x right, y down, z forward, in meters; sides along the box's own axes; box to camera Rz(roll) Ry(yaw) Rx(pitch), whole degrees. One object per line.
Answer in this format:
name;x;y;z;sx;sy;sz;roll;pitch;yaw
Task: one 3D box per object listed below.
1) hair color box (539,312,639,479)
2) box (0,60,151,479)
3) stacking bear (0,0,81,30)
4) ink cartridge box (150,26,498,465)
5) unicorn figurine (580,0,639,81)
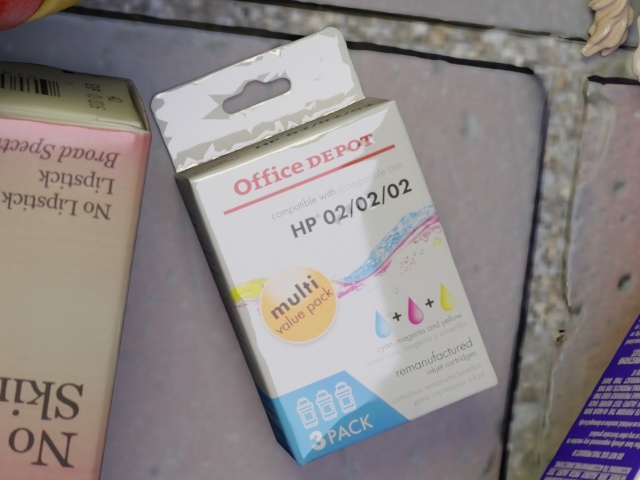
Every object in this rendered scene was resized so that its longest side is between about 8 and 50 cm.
hair color box;0.225;0.108;0.874;0.185;0.110;0.339;36;78;-12
box;-0.164;0.042;0.797;0.149;0.127;0.232;7;104;-12
stacking bear;-0.125;-0.148;0.717;0.164;0.175;0.289;45;52;-3
ink cartridge box;0.000;0.000;0.874;0.104;0.061;0.181;-22;99;-8
unicorn figurine;0.211;-0.129;0.902;0.162;0.060;0.111;-1;97;-11
